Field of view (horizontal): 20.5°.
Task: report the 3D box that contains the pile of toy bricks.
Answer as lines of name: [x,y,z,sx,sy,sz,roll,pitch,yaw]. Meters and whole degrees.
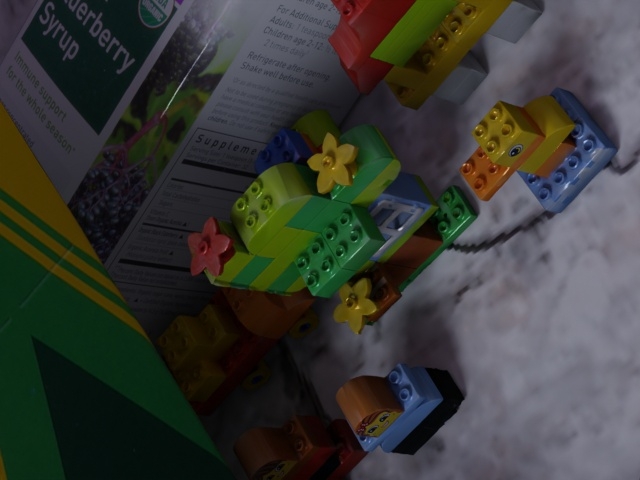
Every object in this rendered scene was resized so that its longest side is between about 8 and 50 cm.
pile of toy bricks: [0.000,0.000,0.619,0.212,0.105,0.118,-49,54,24]

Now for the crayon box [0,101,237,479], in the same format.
crayon box: [-0.211,0.111,0.645,0.363,0.106,0.313,-17,115,32]

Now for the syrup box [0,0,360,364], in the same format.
syrup box: [-0.068,-0.044,0.695,0.093,0.096,0.237,48,115,34]
